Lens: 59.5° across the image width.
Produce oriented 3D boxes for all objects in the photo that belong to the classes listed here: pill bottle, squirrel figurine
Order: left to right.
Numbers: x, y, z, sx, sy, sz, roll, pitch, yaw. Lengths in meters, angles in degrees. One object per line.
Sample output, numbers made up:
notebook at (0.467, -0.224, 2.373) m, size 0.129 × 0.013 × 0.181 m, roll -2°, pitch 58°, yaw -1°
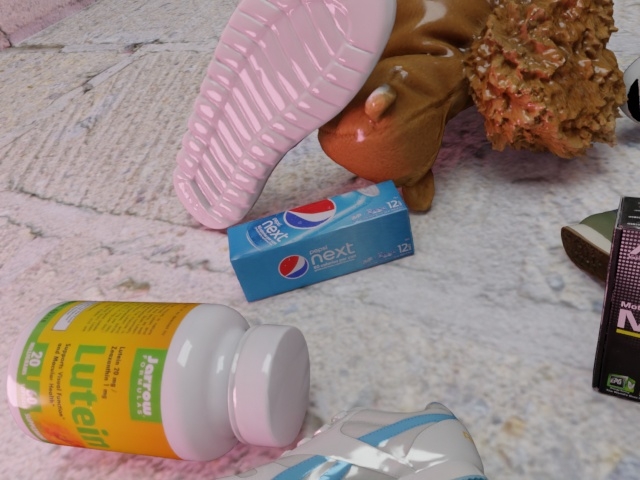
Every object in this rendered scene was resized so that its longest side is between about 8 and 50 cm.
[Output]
pill bottle at (-0.141, 0.125, 0.512) m, size 0.245 × 0.137 × 0.136 m, roll -1°, pitch 41°, yaw 18°
squirrel figurine at (0.182, -0.226, 0.732) m, size 0.396 × 0.281 × 0.371 m, roll 8°, pitch 50°, yaw 31°

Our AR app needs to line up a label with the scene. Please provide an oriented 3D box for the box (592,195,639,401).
box at (0.304, 0.062, 0.396) m, size 0.190 × 0.184 × 0.045 m, roll 10°, pitch 46°, yaw 28°

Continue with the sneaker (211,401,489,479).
sneaker at (0.010, 0.189, 0.434) m, size 0.228 × 0.088 × 0.092 m, roll -10°, pitch 29°, yaw -1°

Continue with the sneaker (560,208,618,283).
sneaker at (0.323, 0.024, 0.530) m, size 0.086 × 0.064 × 0.192 m, roll -25°, pitch 36°, yaw -4°

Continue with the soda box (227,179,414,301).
soda box at (0.000, 0.000, 0.668) m, size 0.209 × 0.071 × 0.067 m, roll -17°, pitch 38°, yaw -1°

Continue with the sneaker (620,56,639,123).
sneaker at (0.521, -0.269, 0.788) m, size 0.322 × 0.130 × 0.236 m, roll -20°, pitch 28°, yaw 2°

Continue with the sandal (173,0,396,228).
sandal at (-0.063, -0.181, 0.706) m, size 0.416 × 0.169 × 0.102 m, roll -43°, pitch 0°, yaw 35°
